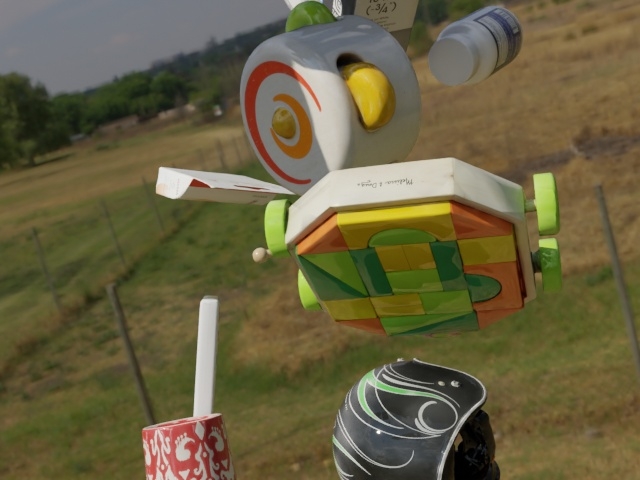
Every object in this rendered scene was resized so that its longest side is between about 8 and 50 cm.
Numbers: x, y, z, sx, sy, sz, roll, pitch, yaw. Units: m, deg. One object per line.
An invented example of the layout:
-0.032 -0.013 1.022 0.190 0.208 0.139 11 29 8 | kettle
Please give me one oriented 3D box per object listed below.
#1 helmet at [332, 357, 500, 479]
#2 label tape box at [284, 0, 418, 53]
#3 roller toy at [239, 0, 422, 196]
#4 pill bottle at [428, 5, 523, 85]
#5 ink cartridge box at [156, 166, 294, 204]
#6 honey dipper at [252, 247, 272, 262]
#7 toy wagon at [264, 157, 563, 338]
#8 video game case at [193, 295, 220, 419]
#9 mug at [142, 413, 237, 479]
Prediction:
0.092 0.204 0.979 0.161 0.169 0.169 12 27 39 | helmet
0.044 -0.408 1.243 0.106 0.334 0.241 -14 52 -20 | label tape box
0.007 -0.149 1.088 0.146 0.191 0.209 -26 51 -35 | roller toy
0.222 -0.279 1.383 0.094 0.094 0.169 -8 17 36 | pill bottle
-0.129 -0.066 1.338 0.145 0.045 0.179 3 12 -33 | ink cartridge box
0.000 0.000 1.099 0.160 0.030 0.030 -13 11 -7 | honey dipper
0.106 0.032 0.956 0.267 0.068 0.344 -5 -31 14 | toy wagon
-0.146 0.185 1.217 0.026 0.227 0.206 3 -2 -6 | video game case
-0.155 0.287 1.064 0.150 0.169 0.113 -13 -6 32 | mug
